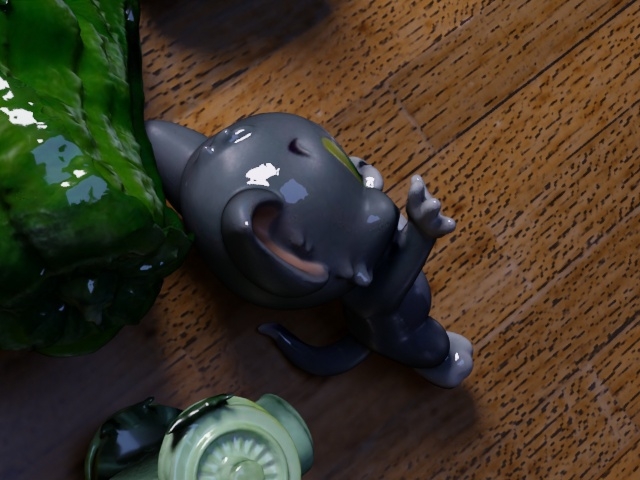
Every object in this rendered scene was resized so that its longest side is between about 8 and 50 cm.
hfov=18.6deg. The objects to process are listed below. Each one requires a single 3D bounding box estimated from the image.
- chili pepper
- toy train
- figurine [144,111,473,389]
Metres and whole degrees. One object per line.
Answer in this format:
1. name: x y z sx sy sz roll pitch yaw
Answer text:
1. chili pepper: -0.206 -0.103 1.189 0.167 0.213 0.385 -29 63 13
2. toy train: -0.098 0.206 1.159 0.271 0.159 0.188 -33 101 -29
3. figurine: -0.002 0.005 1.272 0.140 0.193 0.265 -34 133 -7
